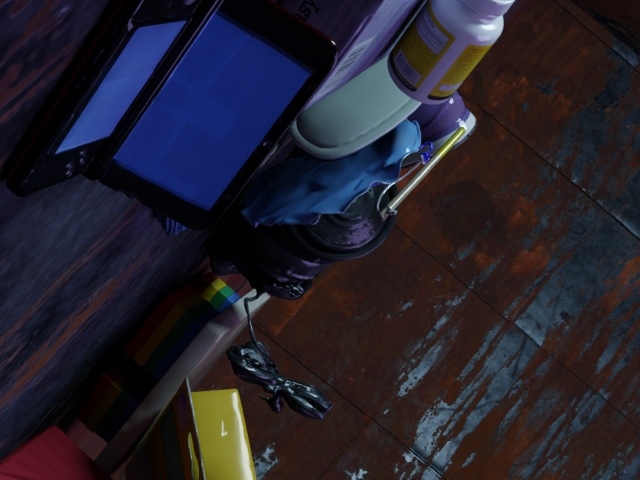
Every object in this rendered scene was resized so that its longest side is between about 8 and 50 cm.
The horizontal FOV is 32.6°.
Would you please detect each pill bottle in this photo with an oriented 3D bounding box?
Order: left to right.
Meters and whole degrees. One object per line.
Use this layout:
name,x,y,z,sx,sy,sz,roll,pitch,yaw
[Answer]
pill bottle,0.108,-0.169,0.888,0.065,0.065,0.116,-47,177,-43

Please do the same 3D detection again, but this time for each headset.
headset,0.000,0.000,1.230,0.243,0.185,0.394,-36,-157,51

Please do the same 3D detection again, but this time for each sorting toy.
sorting toy,-0.202,0.160,1.409,0.255,0.089,0.257,-50,177,12

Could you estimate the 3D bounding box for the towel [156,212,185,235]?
towel,-0.106,-0.044,0.902,0.067,0.029,0.119,-50,177,-17

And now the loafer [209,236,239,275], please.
loafer,-0.110,0.023,1.368,0.061,0.062,0.170,-46,176,11

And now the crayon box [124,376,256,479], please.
crayon box,-0.147,0.312,1.303,0.083,0.203,0.323,-2,152,-24

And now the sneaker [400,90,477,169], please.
sneaker,0.053,-0.146,1.429,0.283,0.124,0.107,-24,-158,28

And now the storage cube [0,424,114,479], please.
storage cube,-0.318,0.352,1.211,0.215,0.184,0.193,-51,177,14

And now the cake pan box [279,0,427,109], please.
cake pan box,0.073,-0.233,0.842,0.267,0.070,0.246,-52,174,33

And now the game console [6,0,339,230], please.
game console,-0.075,-0.066,0.579,0.144,0.085,0.124,-52,177,21

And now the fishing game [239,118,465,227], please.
fishing game,0.011,-0.061,1.043,0.264,0.041,0.189,-2,-144,42

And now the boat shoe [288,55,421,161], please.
boat shoe,0.074,-0.180,1.054,0.302,0.114,0.091,-48,171,-19
